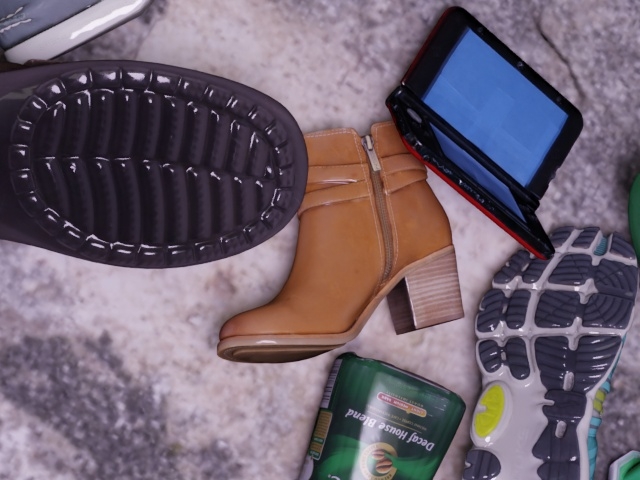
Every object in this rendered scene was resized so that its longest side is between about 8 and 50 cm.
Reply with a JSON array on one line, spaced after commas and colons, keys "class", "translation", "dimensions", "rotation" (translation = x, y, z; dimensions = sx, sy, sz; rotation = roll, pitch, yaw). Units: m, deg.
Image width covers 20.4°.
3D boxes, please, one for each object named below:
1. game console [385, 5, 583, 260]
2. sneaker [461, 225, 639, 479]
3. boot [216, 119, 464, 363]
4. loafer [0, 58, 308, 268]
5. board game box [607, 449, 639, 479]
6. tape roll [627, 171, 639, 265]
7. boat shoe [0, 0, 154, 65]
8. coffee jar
[{"class": "game console", "translation": [0.125, -0.076, 1.242], "dimensions": [0.144, 0.124, 0.085], "rotation": [37, 105, -22]}, {"class": "sneaker", "translation": [0.156, 0.116, 1.246], "dimensions": [0.107, 0.110, 0.275], "rotation": [10, 65, 19]}, {"class": "boot", "translation": [0.000, 0.000, 1.224], "dimensions": [0.197, 0.073, 0.152], "rotation": [-12, 83, -32]}, {"class": "loafer", "translation": [-0.191, -0.067, 1.153], "dimensions": [0.366, 0.130, 0.134], "rotation": [4, 106, -9]}, {"class": "board game box", "translation": [0.367, 0.367, 1.217], "dimensions": [0.390, 0.050, 0.390], "rotation": [19, 59, -12]}, {"class": "tape roll", "translation": [0.338, 0.059, 1.172], "dimensions": [0.077, 0.321, 0.321], "rotation": [-37, 95, -12]}, {"class": "boat shoe", "translation": [-0.091, -0.229, 1.201], "dimensions": [0.319, 0.116, 0.099], "rotation": [-32, 97, -8]}, {"class": "coffee jar", "translation": [0.025, 0.176, 1.218], "dimensions": [0.096, 0.079, 0.184], "rotation": [22, 82, -10]}]
